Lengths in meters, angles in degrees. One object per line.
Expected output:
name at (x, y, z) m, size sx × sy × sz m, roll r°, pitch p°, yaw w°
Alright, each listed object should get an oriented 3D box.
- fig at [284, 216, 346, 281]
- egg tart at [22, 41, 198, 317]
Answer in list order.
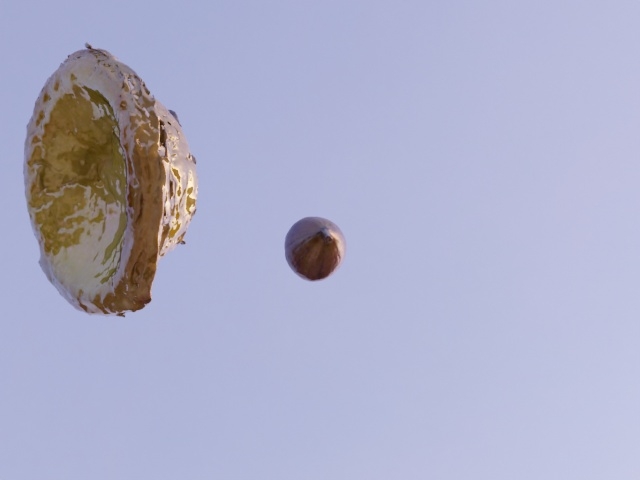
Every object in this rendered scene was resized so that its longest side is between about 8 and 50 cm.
fig at (0.000, 0.000, 1.665) m, size 0.089 × 0.088 × 0.125 m, roll 1°, pitch -22°, yaw -17°
egg tart at (-0.229, -0.063, 1.422) m, size 0.120 × 0.315 × 0.315 m, roll -5°, pitch -41°, yaw -38°
